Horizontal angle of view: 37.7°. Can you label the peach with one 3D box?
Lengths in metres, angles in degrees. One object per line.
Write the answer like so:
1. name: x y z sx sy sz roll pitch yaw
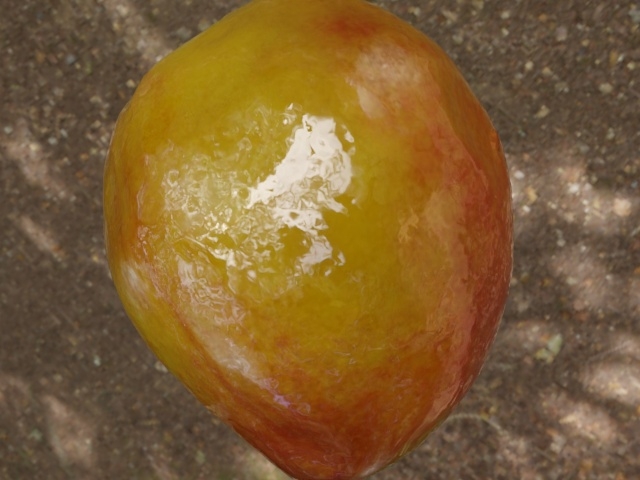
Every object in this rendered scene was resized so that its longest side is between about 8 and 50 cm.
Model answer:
1. peach: 0.005 -0.002 0.657 0.308 0.289 0.289 58 149 18
